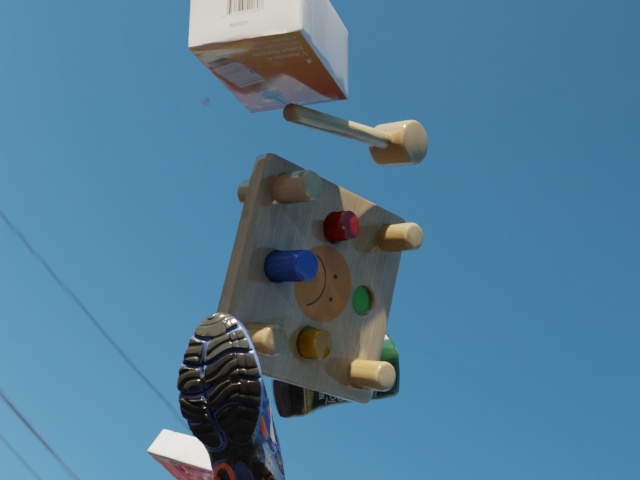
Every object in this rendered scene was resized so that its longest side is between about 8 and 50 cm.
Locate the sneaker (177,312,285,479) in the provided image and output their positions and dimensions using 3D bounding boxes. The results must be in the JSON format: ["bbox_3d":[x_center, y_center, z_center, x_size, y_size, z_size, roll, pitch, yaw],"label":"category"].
[{"bbox_3d":[-0.083,0.174,0.843,0.083,0.087,0.221,-7,-77,3],"label":"sneaker"}]

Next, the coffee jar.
[{"bbox_3d":[0.019,0.195,1.251,0.079,0.185,0.096,-134,-142,-64],"label":"coffee jar"}]

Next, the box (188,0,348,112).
[{"bbox_3d":[-0.052,-0.224,0.971,0.130,0.170,0.091,-6,-108,19],"label":"box"}]

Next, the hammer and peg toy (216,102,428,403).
[{"bbox_3d":[0.000,0.000,1.070,0.266,0.361,0.127,23,-17,-39],"label":"hammer and peg toy"}]

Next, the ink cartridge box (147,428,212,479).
[{"bbox_3d":[-0.147,0.435,1.549,0.371,0.069,0.175,0,-44,49],"label":"ink cartridge box"}]
